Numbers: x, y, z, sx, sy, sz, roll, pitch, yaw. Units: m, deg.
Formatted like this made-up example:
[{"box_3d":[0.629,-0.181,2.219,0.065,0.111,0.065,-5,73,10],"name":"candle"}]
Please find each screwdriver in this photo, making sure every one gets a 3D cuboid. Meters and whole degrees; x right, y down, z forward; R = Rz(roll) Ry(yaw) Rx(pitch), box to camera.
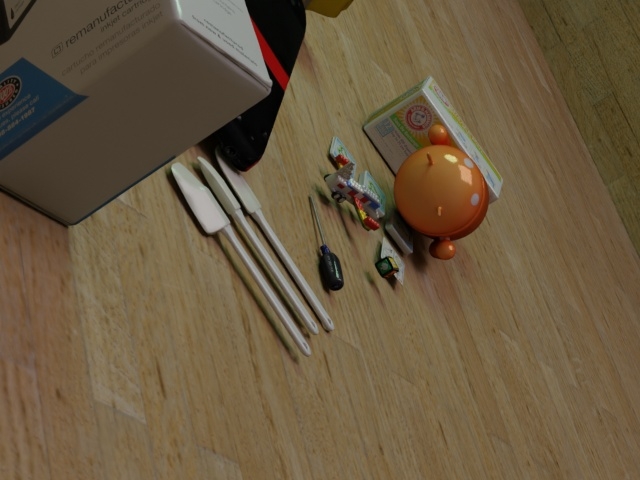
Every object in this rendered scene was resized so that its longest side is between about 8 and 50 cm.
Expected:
[{"box_3d":[0.000,0.000,1.655,0.024,0.025,0.170,41,17,-38],"name":"screwdriver"}]

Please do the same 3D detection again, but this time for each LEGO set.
[{"box_3d":[0.076,-0.042,1.824,0.182,0.060,0.244,53,17,-14],"name":"LEGO set"}]

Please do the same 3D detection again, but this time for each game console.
[{"box_3d":[-0.147,-0.311,1.565,0.386,0.060,0.342,56,31,-29],"name":"game console"}]

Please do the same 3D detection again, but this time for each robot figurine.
[{"box_3d":[0.170,-0.063,1.942,0.128,0.158,0.219,34,2,12],"name":"robot figurine"}]

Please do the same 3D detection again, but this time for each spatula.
[{"box_3d":[-0.068,0.011,1.475,0.242,0.019,0.168,58,14,-2],"name":"spatula"}]

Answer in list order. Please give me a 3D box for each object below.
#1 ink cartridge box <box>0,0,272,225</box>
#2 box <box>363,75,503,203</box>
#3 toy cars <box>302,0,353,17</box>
[{"box_3d":[-0.195,-0.205,1.185,0.129,0.223,0.307,33,31,-48],"name":"ink cartridge box"},{"box_3d":[0.171,-0.130,2.096,0.203,0.114,0.103,54,20,-8],"name":"box"},{"box_3d":[-0.091,-0.423,1.890,0.087,0.177,0.393,-60,138,-19],"name":"toy cars"}]
